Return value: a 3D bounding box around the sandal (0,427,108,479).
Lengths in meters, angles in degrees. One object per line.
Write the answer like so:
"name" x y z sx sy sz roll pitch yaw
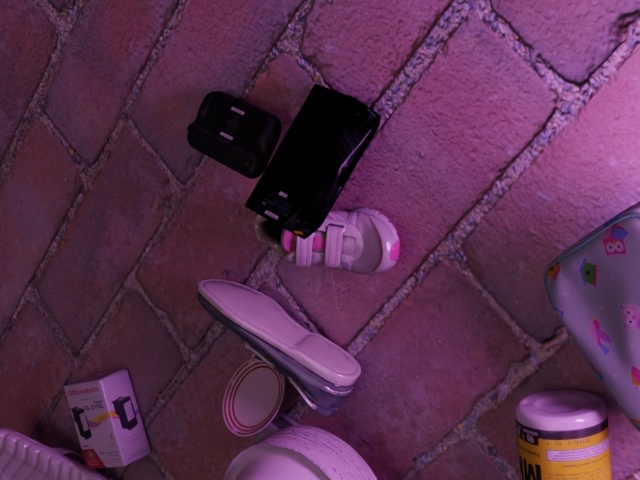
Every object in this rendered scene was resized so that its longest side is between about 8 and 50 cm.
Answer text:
"sandal" -0.524 0.508 1.970 0.416 0.102 0.169 32 105 13

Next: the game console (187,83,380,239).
"game console" -0.080 -0.155 1.451 0.361 0.044 0.213 30 88 43

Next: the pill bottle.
"pill bottle" 0.322 0.312 1.245 0.119 0.119 0.209 0 100 38

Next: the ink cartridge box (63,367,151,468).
"ink cartridge box" -0.420 0.350 1.862 0.127 0.072 0.175 -15 92 40

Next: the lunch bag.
"lunch bag" 0.412 0.094 1.101 0.279 0.107 0.224 57 143 11

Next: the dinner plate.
"dinner plate" -0.110 0.262 1.597 0.141 0.017 0.141 -24 51 34

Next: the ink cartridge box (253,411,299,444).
"ink cartridge box" -0.017 0.460 1.587 0.275 0.060 0.239 34 118 27

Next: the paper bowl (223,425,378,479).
"paper bowl" -0.041 0.444 1.470 0.284 0.148 0.284 10 107 34

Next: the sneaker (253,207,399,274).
"sneaker" 0.000 0.000 1.423 0.252 0.111 0.103 11 108 35

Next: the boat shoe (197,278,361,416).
"boat shoe" -0.084 0.169 1.531 0.319 0.116 0.099 31 115 23
